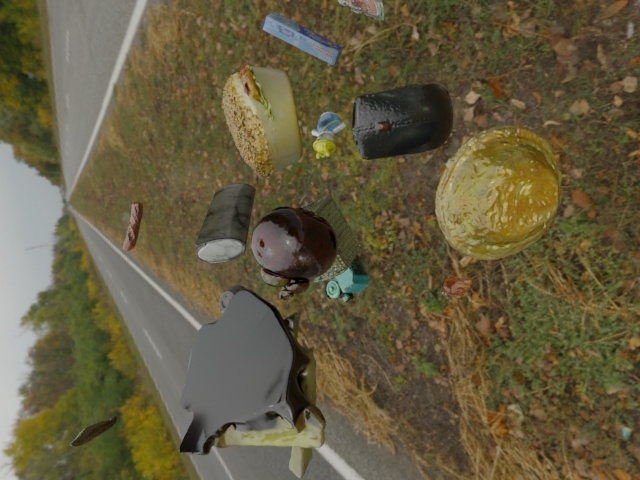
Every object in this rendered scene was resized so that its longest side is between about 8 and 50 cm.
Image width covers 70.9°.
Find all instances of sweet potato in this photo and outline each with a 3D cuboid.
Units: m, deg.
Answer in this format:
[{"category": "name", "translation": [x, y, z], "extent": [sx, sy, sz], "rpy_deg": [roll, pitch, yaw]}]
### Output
[{"category": "sweet potato", "translation": [-0.615, 0.520, 1.238], "extent": [0.041, 0.153, 0.038], "rpy_deg": [-1, 96, 24]}]

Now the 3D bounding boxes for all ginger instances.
[{"category": "ginger", "translation": [-0.144, 0.343, 1.065], "extent": [0.211, 0.358, 0.413], "rpy_deg": [44, -168, -43]}]

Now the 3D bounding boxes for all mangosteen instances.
[{"category": "mangosteen", "translation": [-0.040, 0.020, 0.657], "extent": [0.140, 0.140, 0.140], "rpy_deg": [40, 139, 47]}]

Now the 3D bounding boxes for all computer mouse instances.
[{"category": "computer mouse", "translation": [0.216, -0.294, 1.107], "extent": [0.087, 0.296, 0.168], "rpy_deg": [27, 130, 61]}]

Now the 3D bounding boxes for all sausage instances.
[{"category": "sausage", "translation": [-0.577, -0.044, 1.389], "extent": [0.042, 0.036, 0.157], "rpy_deg": [-10, 69, 55]}]

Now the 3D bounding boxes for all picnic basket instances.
[{"category": "picnic basket", "translation": [0.000, 0.000, 1.301], "extent": [0.134, 0.154, 0.196], "rpy_deg": [-19, 110, 36]}]

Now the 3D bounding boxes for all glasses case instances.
[{"category": "glasses case", "translation": [-0.221, -0.052, 1.098], "extent": [0.299, 0.114, 0.060], "rpy_deg": [-97, -3, -59]}]

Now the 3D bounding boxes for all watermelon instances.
[{"category": "watermelon", "translation": [0.117, -0.712, 1.334], "extent": [0.187, 0.139, 0.071], "rpy_deg": [48, 129, 44]}]

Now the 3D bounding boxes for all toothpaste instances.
[{"category": "toothpaste", "translation": [-0.058, -0.682, 1.514], "extent": [0.272, 0.066, 0.053], "rpy_deg": [28, 132, 1]}]

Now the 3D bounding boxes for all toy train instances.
[{"category": "toy train", "translation": [0.085, 0.122, 1.685], "extent": [0.163, 0.112, 0.203], "rpy_deg": [-47, 56, 34]}]

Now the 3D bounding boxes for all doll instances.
[{"category": "doll", "translation": [0.028, -0.429, 1.811], "extent": [0.098, 0.135, 0.240], "rpy_deg": [100, -179, -61]}]

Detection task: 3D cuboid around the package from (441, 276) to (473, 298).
[{"category": "package", "translation": [0.372, 0.135, 1.252], "extent": [0.077, 0.033, 0.110], "rpy_deg": [23, 154, 12]}]

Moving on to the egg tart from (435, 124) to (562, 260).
[{"category": "egg tart", "translation": [0.413, -0.097, 0.995], "extent": [0.128, 0.319, 0.318], "rpy_deg": [-123, 22, -75]}]

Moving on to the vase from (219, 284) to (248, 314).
[{"category": "vase", "translation": [-0.260, 0.220, 1.538], "extent": [0.120, 0.183, 0.120], "rpy_deg": [-9, 70, 28]}]

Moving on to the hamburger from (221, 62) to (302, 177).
[{"category": "hamburger", "translation": [-0.158, -0.316, 1.185], "extent": [0.276, 0.179, 0.294], "rpy_deg": [-121, 19, -59]}]
